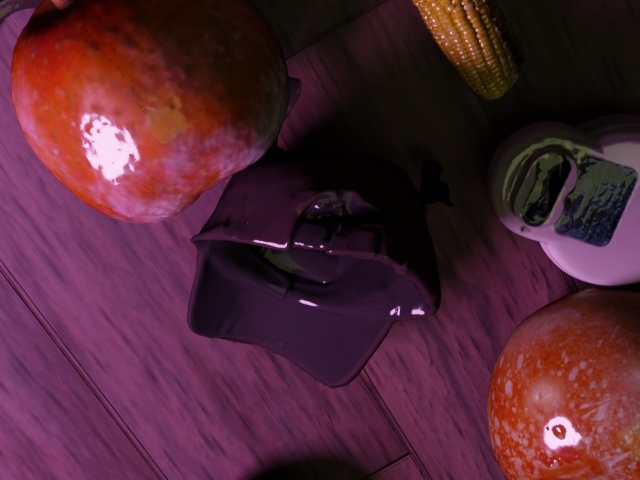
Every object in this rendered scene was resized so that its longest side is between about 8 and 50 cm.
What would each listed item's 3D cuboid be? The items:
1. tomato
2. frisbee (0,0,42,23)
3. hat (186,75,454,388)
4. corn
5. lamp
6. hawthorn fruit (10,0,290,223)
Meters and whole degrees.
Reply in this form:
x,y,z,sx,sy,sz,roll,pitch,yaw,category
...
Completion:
x,y,z,sx,sy,sz,roll,pitch,yaw,category
0.306,0.158,1.423,0.270,0.270,0.222,-12,88,-8,tomato
-0.300,-0.218,1.214,0.211,0.012,0.187,36,104,-27,frisbee
-0.001,-0.010,1.329,0.238,0.209,0.336,20,149,-9,hat
0.133,-0.221,1.289,0.072,0.072,0.203,-33,121,4,corn
0.282,-0.050,1.388,0.246,0.108,0.179,15,107,-18,lamp
-0.159,-0.140,1.180,0.263,0.231,0.235,44,123,11,hawthorn fruit
